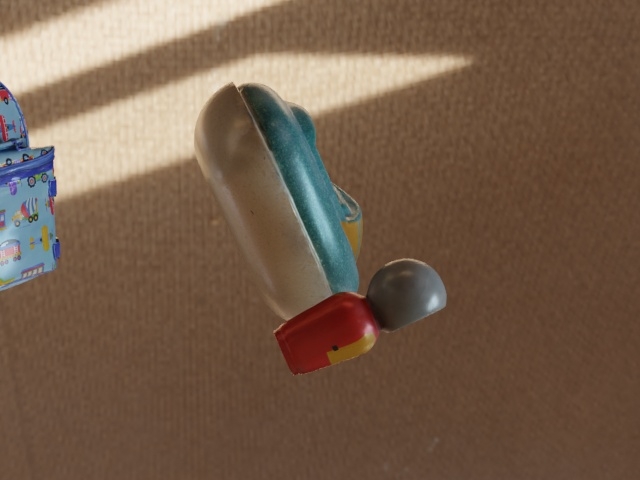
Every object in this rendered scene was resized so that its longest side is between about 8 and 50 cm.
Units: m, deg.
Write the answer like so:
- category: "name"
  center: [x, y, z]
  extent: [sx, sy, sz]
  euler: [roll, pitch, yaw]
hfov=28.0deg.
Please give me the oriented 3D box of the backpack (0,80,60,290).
- category: "backpack"
  center: [-0.271, -0.054, 0.934]
  extent: [0.116, 0.158, 0.173]
  euler: [10, 105, 32]

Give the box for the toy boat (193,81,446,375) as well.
- category: "toy boat"
  center: [0.000, 0.000, 1.187]
  extent: [0.148, 0.318, 0.267]
  euler: [-25, 127, -3]
